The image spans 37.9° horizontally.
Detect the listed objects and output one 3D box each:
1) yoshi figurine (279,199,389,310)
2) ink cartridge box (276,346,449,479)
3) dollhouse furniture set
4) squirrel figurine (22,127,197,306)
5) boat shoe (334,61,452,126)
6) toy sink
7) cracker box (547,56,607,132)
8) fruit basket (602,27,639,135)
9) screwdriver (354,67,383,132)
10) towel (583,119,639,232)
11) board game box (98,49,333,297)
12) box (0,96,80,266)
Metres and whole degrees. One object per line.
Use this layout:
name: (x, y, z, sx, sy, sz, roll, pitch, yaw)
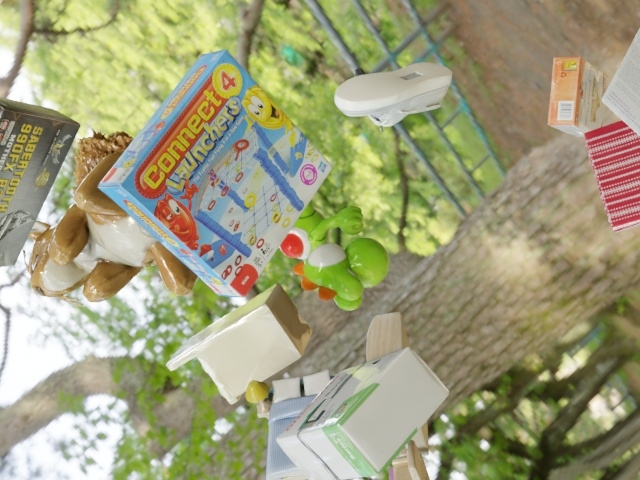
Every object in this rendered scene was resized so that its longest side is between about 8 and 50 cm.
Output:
yoshi figurine: (0.021, -0.001, 2.055, 0.362, 0.203, 0.203, 53, -170, 33)
ink cartridge box: (0.053, 0.248, 1.302, 0.092, 0.160, 0.219, 50, 150, -4)
dollhouse furniture set: (0.005, 0.287, 1.480, 0.286, 0.304, 0.198, -87, -19, -51)
squirrel figurine: (-0.426, -0.043, 1.898, 0.281, 0.371, 0.396, 39, -137, -27)
boat shoe: (0.088, -0.171, 1.137, 0.066, 0.063, 0.184, 29, -142, 31)
toy sink: (-0.149, 0.210, 1.772, 0.131, 0.234, 0.153, 56, -168, -6)
cracker box: (0.602, -0.329, 2.172, 0.067, 0.155, 0.232, 5, -179, 31)
fruit basket: (0.663, -0.274, 1.639, 0.327, 0.353, 0.165, 37, 166, -17)
screwdriver: (0.092, -0.264, 1.778, 0.024, 0.025, 0.169, 18, -133, -40)
towel: (0.615, -0.143, 1.749, 0.031, 0.199, 0.274, 52, -153, -40)
board game box: (-0.169, -0.112, 1.606, 0.302, 0.308, 0.086, 45, 157, -30)
box: (-0.430, -0.072, 1.231, 0.056, 0.231, 0.183, 30, -172, 14)
